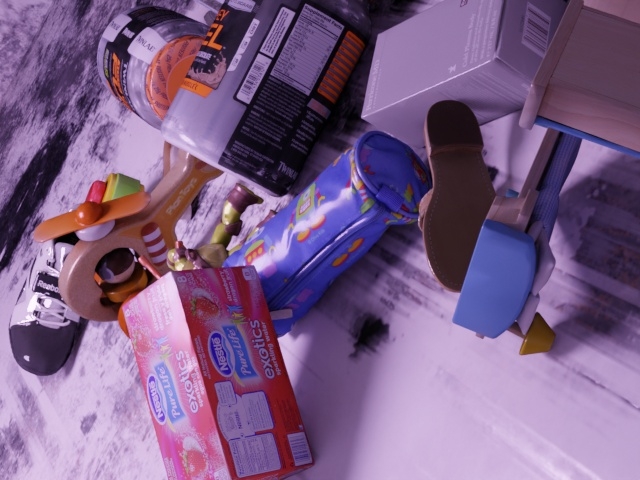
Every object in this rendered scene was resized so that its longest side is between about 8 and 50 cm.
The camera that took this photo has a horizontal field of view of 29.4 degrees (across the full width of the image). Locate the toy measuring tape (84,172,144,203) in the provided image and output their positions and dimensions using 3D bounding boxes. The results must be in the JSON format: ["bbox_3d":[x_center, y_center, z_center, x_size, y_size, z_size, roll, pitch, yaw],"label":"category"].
[{"bbox_3d":[-0.362,-0.085,2.184,0.121,0.121,0.330,-55,20,15],"label":"toy measuring tape"}]

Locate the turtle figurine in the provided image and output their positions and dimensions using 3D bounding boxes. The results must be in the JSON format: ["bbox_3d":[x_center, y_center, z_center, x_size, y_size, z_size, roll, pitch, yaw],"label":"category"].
[{"bbox_3d":[-0.151,0.027,1.693,0.217,0.087,0.269,-53,47,4],"label":"turtle figurine"}]

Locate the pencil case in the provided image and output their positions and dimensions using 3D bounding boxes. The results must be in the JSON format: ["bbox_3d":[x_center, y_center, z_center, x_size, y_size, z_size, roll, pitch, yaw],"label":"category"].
[{"bbox_3d":[0.000,0.000,1.478,0.306,0.119,0.133,-42,26,34],"label":"pencil case"}]

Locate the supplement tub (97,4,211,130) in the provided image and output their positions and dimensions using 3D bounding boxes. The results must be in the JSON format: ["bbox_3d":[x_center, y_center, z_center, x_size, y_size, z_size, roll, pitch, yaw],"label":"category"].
[{"bbox_3d":[-0.258,-0.292,2.086,0.193,0.193,0.316,-61,28,3],"label":"supplement tub"}]

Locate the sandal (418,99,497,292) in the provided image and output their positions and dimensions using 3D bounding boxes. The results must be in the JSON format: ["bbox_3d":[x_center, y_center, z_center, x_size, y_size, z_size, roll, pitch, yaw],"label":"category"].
[{"bbox_3d":[0.147,-0.034,1.329,0.079,0.088,0.240,97,172,-60],"label":"sandal"}]

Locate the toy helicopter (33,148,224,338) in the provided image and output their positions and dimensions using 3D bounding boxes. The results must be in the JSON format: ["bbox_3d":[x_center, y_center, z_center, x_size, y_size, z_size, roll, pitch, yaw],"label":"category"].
[{"bbox_3d":[-0.270,-0.033,1.849,0.355,0.235,0.140,-52,42,5],"label":"toy helicopter"}]

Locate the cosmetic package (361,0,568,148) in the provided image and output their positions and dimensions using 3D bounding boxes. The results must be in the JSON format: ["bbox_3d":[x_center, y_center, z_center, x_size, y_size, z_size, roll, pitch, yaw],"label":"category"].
[{"bbox_3d":[0.162,-0.204,1.402,0.238,0.107,0.127,-18,54,49],"label":"cosmetic package"}]

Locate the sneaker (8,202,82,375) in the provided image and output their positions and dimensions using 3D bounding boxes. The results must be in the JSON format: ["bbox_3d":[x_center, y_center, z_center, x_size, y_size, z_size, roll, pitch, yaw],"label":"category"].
[{"bbox_3d":[-0.472,0.076,2.175,0.146,0.122,0.330,124,156,-54],"label":"sneaker"}]

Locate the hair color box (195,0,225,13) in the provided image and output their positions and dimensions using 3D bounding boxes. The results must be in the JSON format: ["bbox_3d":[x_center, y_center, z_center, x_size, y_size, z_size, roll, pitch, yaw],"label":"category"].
[{"bbox_3d":[-0.061,-0.525,1.960,0.113,0.185,0.374,14,79,61],"label":"hair color box"}]

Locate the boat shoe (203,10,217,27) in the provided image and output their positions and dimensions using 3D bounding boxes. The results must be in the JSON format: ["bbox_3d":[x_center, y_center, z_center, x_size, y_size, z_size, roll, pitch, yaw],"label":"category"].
[{"bbox_3d":[-0.149,-0.372,2.114,0.063,0.066,0.184,-48,29,5],"label":"boat shoe"}]

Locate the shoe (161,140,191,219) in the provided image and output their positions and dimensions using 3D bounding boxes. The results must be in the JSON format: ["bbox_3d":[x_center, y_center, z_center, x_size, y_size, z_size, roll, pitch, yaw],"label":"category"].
[{"bbox_3d":[-0.240,-0.108,2.056,0.219,0.058,0.076,-90,7,-47],"label":"shoe"}]

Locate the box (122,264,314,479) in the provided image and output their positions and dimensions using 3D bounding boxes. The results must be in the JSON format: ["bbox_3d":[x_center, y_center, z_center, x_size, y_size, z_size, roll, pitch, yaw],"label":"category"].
[{"bbox_3d":[-0.123,0.168,1.428,0.123,0.128,0.257,-33,69,43],"label":"box"}]

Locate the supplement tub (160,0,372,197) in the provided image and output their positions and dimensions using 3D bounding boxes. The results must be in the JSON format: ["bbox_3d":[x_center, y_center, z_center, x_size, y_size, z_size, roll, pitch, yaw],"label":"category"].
[{"bbox_3d":[-0.063,-0.249,1.707,0.338,0.207,0.207,-62,28,0],"label":"supplement tub"}]

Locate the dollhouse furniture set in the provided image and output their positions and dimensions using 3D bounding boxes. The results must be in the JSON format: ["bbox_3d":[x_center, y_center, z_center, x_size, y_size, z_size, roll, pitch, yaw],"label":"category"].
[{"bbox_3d":[0.279,-0.061,1.125,0.303,0.198,0.286,102,-166,-46],"label":"dollhouse furniture set"}]
